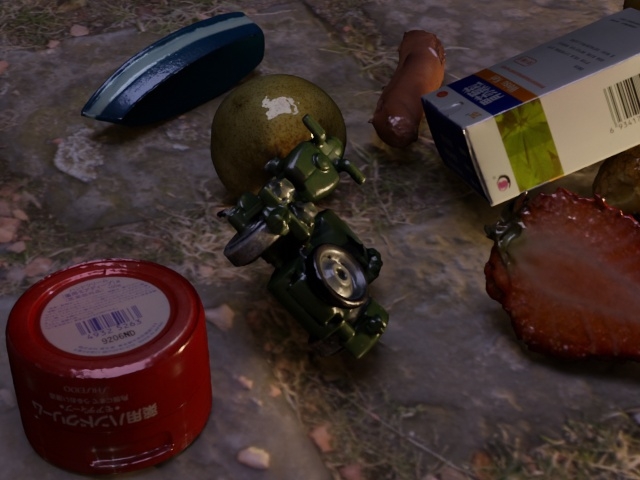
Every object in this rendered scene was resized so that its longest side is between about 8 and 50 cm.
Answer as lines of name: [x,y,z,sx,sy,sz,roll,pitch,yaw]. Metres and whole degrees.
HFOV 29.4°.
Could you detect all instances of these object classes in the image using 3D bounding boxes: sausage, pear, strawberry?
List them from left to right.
pear: [-0.048,-0.120,1.463,0.167,0.167,0.136,-16,51,-20]
sausage: [0.120,-0.203,1.644,0.078,0.078,0.304,8,35,11]
strawberry: [0.278,0.047,1.259,0.236,0.175,0.107,51,18,9]

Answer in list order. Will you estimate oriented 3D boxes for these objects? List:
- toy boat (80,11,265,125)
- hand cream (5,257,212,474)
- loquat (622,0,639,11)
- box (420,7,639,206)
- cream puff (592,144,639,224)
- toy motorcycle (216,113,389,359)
toy boat: [-0.194,-0.223,1.659,0.061,0.096,0.299,35,50,27]
hand cream: [-0.199,0.116,1.164,0.193,0.125,0.193,-2,35,1]
loquat: [0.538,-0.297,1.608,0.274,0.275,0.275,0,36,0]
box: [0.292,-0.166,1.451,0.299,0.106,0.200,-22,19,-3]
cream puff: [0.384,-0.072,1.431,0.133,0.104,0.119,-7,26,25]
toy motorcycle: [0.000,0.000,1.277,0.205,0.127,0.275,46,24,-10]
